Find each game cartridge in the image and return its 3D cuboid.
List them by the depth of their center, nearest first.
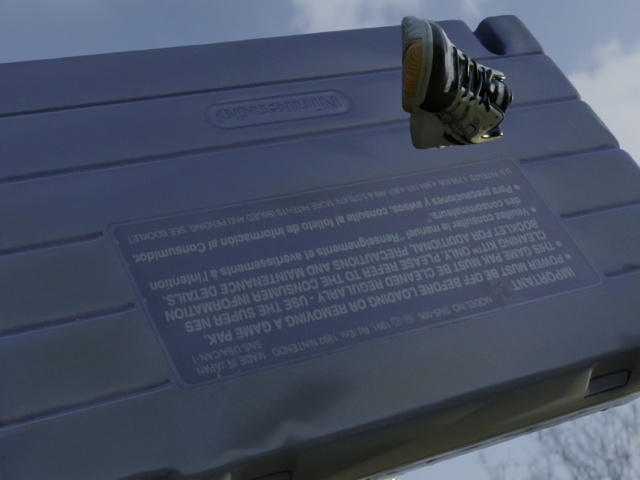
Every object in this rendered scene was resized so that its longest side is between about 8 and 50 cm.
[{"bbox_3d":[0.000,0.000,0.519,0.355,0.230,0.068,-11,-32,-28],"label":"game cartridge"}]

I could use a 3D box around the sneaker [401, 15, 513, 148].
[{"bbox_3d":[0.047,-0.054,0.387,0.037,0.031,0.083,1,-10,11],"label":"sneaker"}]

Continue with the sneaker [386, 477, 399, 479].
[{"bbox_3d":[-0.152,0.271,1.106,0.483,0.185,0.202,-10,2,-17],"label":"sneaker"}]
